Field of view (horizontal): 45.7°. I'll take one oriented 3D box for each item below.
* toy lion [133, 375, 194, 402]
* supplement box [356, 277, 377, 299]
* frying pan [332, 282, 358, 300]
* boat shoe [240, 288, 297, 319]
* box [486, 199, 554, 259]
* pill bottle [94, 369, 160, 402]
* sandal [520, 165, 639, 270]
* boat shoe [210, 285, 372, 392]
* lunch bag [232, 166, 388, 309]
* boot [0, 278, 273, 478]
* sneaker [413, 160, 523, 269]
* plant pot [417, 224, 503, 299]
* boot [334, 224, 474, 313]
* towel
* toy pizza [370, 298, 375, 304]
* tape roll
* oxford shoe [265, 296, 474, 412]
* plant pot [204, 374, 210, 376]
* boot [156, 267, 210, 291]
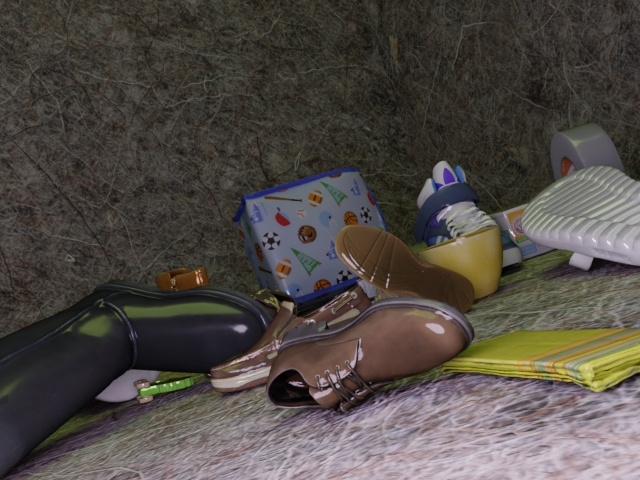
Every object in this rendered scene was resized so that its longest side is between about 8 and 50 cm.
[{"bbox_3d":[-0.262,0.245,1.280,0.096,0.034,0.100,-11,-3,-19],"label":"toy lion"},{"bbox_3d":[0.110,0.077,1.392,0.083,0.043,0.055,-19,0,2],"label":"supplement box"},{"bbox_3d":[0.105,0.098,1.624,0.326,0.053,0.197,-10,-13,-35],"label":"frying pan"},{"bbox_3d":[-0.119,0.155,1.595,0.096,0.117,0.324,-22,-6,6],"label":"boat shoe"},{"bbox_3d":[0.412,-0.021,1.566,0.114,0.103,0.203,-18,-1,-5],"label":"box"},{"bbox_3d":[-0.436,0.226,1.479,0.176,0.177,0.318,-18,-1,-33],"label":"pill bottle"},{"bbox_3d":[0.404,-0.012,1.071,0.169,0.102,0.416,-33,12,2],"label":"sandal"},{"bbox_3d":[-0.042,0.132,1.076,0.257,0.095,0.095,-19,0,-20],"label":"boat shoe"},{"bbox_3d":[0.000,0.000,2.055,0.385,0.328,0.239,-20,-9,-22],"label":"lunch bag"},{"bbox_3d":[-0.321,0.193,1.073,0.366,0.146,0.445,2,15,26],"label":"boot"},{"bbox_3d":[0.270,-0.044,1.488,0.130,0.236,0.323,-19,-1,-6],"label":"sneaker"},{"bbox_3d":[0.229,0.042,1.183,0.134,0.095,0.134,-19,-1,0],"label":"plant pot"},{"bbox_3d":[0.100,0.052,1.113,0.213,0.077,0.165,26,-12,-10],"label":"boot"},{"bbox_3d":[0.189,0.093,0.624,0.102,0.021,0.237,-13,-3,-18],"label":"towel"},{"bbox_3d":[0.149,0.105,1.437,0.201,0.032,0.201,-20,0,0],"label":"toy pizza"},{"bbox_3d":[0.548,-0.127,1.553,0.072,0.219,0.219,-18,0,1],"label":"tape roll"},{"bbox_3d":[0.040,0.117,0.697,0.227,0.083,0.096,-25,23,39],"label":"oxford shoe"},{"bbox_3d":[-0.180,0.192,1.329,0.081,0.081,0.083,-19,-11,-24],"label":"plant pot"},{"bbox_3d":[-0.348,0.180,1.759,0.295,0.211,0.104,-19,-1,29],"label":"boot"}]
